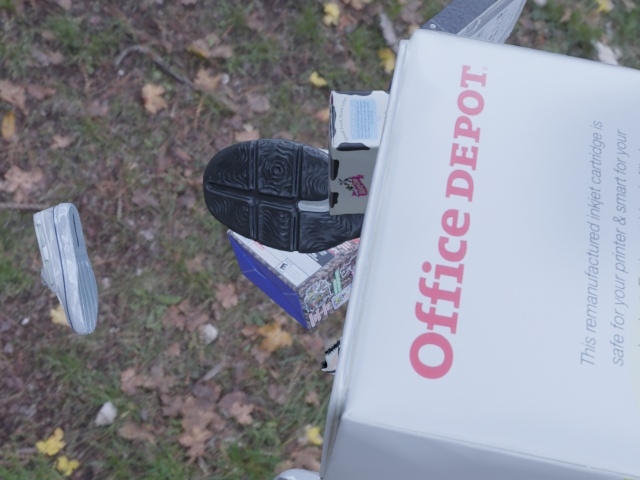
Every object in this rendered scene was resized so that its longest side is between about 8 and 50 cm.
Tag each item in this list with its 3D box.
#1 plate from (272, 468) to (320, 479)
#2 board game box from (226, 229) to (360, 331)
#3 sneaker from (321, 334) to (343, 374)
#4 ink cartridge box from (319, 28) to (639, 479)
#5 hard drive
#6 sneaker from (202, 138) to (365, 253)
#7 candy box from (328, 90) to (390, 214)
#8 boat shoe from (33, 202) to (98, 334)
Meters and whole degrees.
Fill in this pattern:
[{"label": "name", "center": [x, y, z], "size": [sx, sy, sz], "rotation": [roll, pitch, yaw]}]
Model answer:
[{"label": "plate", "center": [0.041, 0.412, 1.301], "size": [0.278, 0.277, 0.045], "rotation": [29, 63, -2]}, {"label": "board game box", "center": [0.000, 0.000, 1.839], "size": [0.291, 0.141, 0.232], "rotation": [-38, 55, -19]}, {"label": "sneaker", "center": [0.031, 0.194, 1.546], "size": [0.044, 0.109, 0.040], "rotation": [15, 31, -6]}, {"label": "ink cartridge box", "center": [0.211, 0.045, 0.573], "size": [0.385, 0.160, 0.279], "rotation": [12, 60, 2]}, {"label": "hard drive", "center": [0.264, -0.375, 1.680], "size": [0.064, 0.237, 0.339], "rotation": [43, 67, 14]}, {"label": "sneaker", "center": [0.055, -0.074, 1.420], "size": [0.257, 0.448, 0.169], "rotation": [-21, 114, -72]}, {"label": "candy box", "center": [0.125, -0.091, 0.949], "size": [0.234, 0.159, 0.071], "rotation": [-1, 66, -2]}, {"label": "boat shoe", "center": [-0.434, 0.052, 1.510], "size": [0.083, 0.076, 0.226], "rotation": [37, 42, -76]}]
